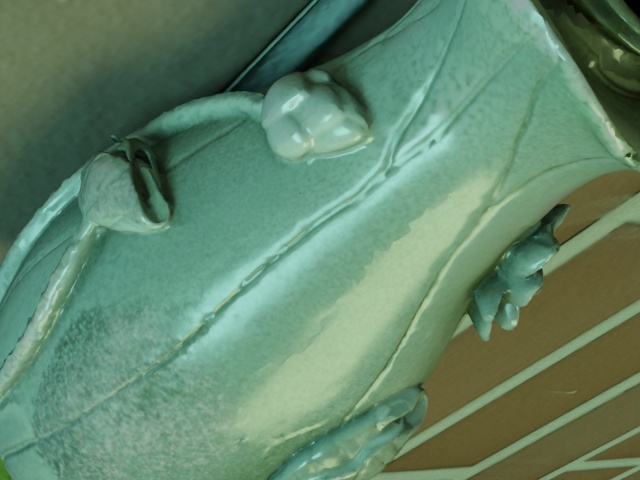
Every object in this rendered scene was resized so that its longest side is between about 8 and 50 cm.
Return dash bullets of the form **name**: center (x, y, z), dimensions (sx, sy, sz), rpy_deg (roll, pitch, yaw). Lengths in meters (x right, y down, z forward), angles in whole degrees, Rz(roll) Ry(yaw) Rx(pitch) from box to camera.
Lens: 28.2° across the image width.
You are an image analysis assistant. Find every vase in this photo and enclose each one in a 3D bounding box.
- **vase**: center (0.000, 0.000, 0.701), dimensions (0.250, 0.250, 0.445), rpy_deg (10, 140, -46)

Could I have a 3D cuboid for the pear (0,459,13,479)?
- **pear**: center (-0.325, 0.248, 0.926), dimensions (0.318, 0.342, 0.238), rpy_deg (2, 160, 24)
